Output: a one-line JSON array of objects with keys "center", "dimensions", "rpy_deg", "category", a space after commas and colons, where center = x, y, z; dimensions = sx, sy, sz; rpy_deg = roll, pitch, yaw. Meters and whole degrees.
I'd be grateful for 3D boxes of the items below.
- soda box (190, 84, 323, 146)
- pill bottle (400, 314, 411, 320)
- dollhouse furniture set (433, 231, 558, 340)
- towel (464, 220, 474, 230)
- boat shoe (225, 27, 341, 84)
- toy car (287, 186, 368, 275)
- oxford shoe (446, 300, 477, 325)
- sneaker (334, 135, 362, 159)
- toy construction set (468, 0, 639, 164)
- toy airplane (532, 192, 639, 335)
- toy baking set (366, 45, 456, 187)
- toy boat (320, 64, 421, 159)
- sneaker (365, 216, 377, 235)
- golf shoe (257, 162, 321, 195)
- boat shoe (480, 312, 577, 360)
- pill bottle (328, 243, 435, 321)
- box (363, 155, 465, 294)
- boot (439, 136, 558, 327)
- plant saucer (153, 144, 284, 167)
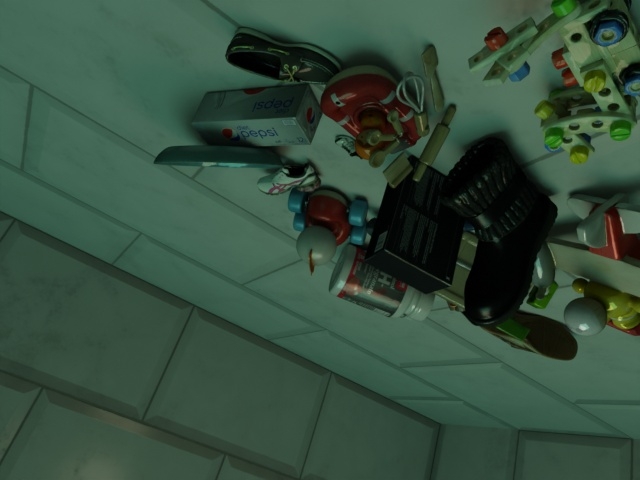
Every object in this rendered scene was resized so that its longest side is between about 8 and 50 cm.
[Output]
[{"center": [-0.147, -0.279, 1.129], "dimensions": [0.286, 0.098, 0.091], "rpy_deg": [5, 152, 28], "category": "soda box"}, {"center": [0.294, 0.239, 1.835], "dimensions": [0.137, 0.078, 0.078], "rpy_deg": [32, 151, -24], "category": "pill bottle"}, {"center": [0.476, 0.118, 1.418], "dimensions": [0.301, 0.197, 0.151], "rpy_deg": [28, -173, 2], "category": "dollhouse furniture set"}, {"center": [0.403, -0.056, 1.218], "dimensions": [0.119, 0.067, 0.029], "rpy_deg": [-2, 148, 36], "category": "towel"}, {"center": [-0.074, -0.348, 0.982], "dimensions": [0.228, 0.068, 0.081], "rpy_deg": [18, 153, 3], "category": "boat shoe"}, {"center": [0.000, 0.000, 1.402], "dimensions": [0.219, 0.238, 0.210], "rpy_deg": [14, 153, 12], "category": "toy car"}, {"center": [0.425, 0.137, 1.494], "dimensions": [0.130, 0.132, 0.364], "rpy_deg": [-8, 143, 43], "category": "oxford shoe"}, {"center": [0.071, -0.218, 1.168], "dimensions": [0.083, 0.037, 0.032], "rpy_deg": [20, 155, 2], "category": "sneaker"}, {"center": [0.388, -0.258, 0.780], "dimensions": [0.328, 0.151, 0.215], "rpy_deg": [25, 155, -35], "category": "toy construction set"}, {"center": [0.634, 0.084, 1.094], "dimensions": [0.384, 0.272, 0.386], "rpy_deg": [38, 173, 11], "category": "toy airplane"}, {"center": [0.184, -0.219, 0.943], "dimensions": [0.197, 0.256, 0.030], "rpy_deg": [14, -160, -48], "category": "toy baking set"}, {"center": [0.101, -0.227, 0.977], "dimensions": [0.151, 0.151, 0.231], "rpy_deg": [-18, 143, 42], "category": "toy boat"}, {"center": [0.210, 0.043, 1.447], "dimensions": [0.122, 0.110, 0.283], "rpy_deg": [-32, 127, 28], "category": "sneaker"}, {"center": [-0.094, -0.173, 1.336], "dimensions": [0.186, 0.067, 0.086], "rpy_deg": [-5, 142, 24], "category": "golf shoe"}, {"center": [0.690, 0.315, 1.692], "dimensions": [0.342, 0.123, 0.123], "rpy_deg": [17, 167, 4], "category": "boat shoe"}, {"center": [0.201, 0.148, 1.616], "dimensions": [0.318, 0.176, 0.176], "rpy_deg": [22, 153, -6], "category": "pill bottle"}, {"center": [0.230, -0.035, 1.157], "dimensions": [0.184, 0.261, 0.103], "rpy_deg": [27, 153, -14], "category": "box"}, {"center": [0.348, -0.014, 1.057], "dimensions": [0.260, 0.348, 0.131], "rpy_deg": [32, 168, -34], "category": "boot"}, {"center": [-0.249, -0.207, 1.236], "dimensions": [0.318, 0.043, 0.317], "rpy_deg": [1, -174, 0], "category": "plant saucer"}]
